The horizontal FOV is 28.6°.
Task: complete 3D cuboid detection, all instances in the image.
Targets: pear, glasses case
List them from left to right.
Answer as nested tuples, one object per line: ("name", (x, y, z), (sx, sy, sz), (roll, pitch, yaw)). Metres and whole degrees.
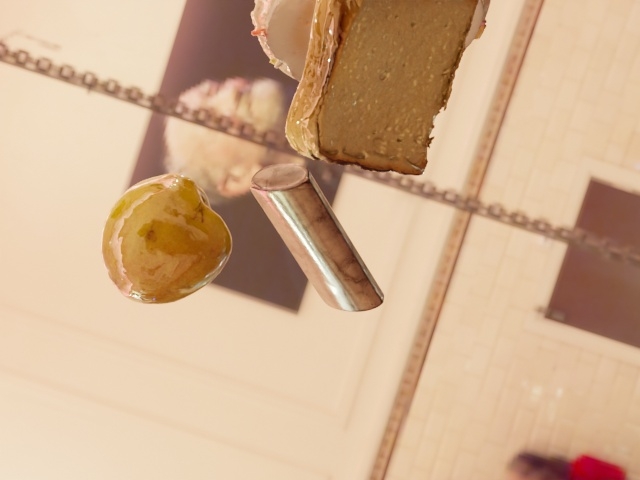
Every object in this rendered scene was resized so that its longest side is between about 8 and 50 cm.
("pear", (-0.237, -0.001, 1.906), (0.200, 0.200, 0.200), (18, -90, -89))
("glasses case", (0.000, 0.000, 2.012), (0.299, 0.114, 0.060), (57, -133, -38))

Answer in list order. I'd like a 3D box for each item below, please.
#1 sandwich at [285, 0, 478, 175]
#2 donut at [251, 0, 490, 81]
("sandwich", (0.073, -0.214, 1.600), (0.087, 0.226, 0.251), (31, 113, 46))
("donut", (0.075, -0.382, 1.968), (0.383, 0.382, 0.142), (107, 159, -51))
